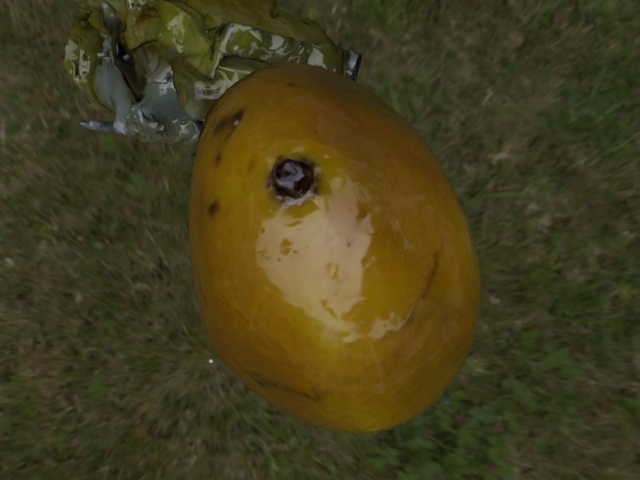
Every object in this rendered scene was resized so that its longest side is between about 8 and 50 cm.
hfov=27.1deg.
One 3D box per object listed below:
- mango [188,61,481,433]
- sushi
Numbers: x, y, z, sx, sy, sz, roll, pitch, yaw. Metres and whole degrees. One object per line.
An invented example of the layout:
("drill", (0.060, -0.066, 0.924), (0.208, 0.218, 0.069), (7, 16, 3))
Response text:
("mango", (0.000, 0.000, 0.544), (0.109, 0.227, 0.147), (-28, 98, 1))
("sushi", (-0.093, -0.108, 0.845), (0.139, 0.291, 0.131), (7, 102, -29))
